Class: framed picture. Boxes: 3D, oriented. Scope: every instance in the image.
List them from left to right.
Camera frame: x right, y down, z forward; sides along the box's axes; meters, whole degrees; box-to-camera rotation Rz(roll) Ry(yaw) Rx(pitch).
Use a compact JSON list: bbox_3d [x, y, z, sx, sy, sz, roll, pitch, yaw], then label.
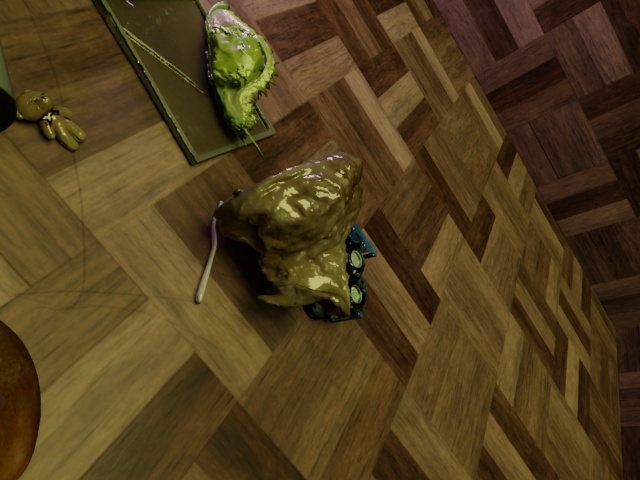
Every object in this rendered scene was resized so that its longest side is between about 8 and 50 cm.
[{"bbox_3d":[-0.246,-0.328,0.884,0.247,0.022,0.334,-38,101,-49],"label":"framed picture"}]

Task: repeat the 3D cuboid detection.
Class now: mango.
[{"bbox_3d":[-0.379,0.130,0.456,0.133,0.111,0.267,-35,100,-33],"label":"mango"}]

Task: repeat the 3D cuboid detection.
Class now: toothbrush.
[{"bbox_3d":[-0.191,0.015,0.787,0.022,0.017,0.204,19,57,-18],"label":"toothbrush"}]

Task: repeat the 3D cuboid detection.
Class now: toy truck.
[{"bbox_3d":[0.047,0.064,0.942,0.126,0.113,0.208,24,59,-44],"label":"toy truck"}]

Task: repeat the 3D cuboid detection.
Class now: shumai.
[{"bbox_3d":[0.000,0.000,0.806,0.314,0.267,0.262,-30,95,-47],"label":"shumai"}]

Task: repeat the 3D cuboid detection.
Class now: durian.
[{"bbox_3d":[-0.159,-0.343,0.891,0.132,0.107,0.374,4,65,-41],"label":"durian"}]

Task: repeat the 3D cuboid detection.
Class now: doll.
[{"bbox_3d":[-0.391,-0.175,0.655,0.093,0.051,0.061,67,29,-48],"label":"doll"}]

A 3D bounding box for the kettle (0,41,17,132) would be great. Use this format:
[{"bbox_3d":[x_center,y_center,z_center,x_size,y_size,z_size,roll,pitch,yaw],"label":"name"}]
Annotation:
[{"bbox_3d":[-0.486,-0.244,0.501,0.222,0.161,0.236,-14,81,-18],"label":"kettle"}]
